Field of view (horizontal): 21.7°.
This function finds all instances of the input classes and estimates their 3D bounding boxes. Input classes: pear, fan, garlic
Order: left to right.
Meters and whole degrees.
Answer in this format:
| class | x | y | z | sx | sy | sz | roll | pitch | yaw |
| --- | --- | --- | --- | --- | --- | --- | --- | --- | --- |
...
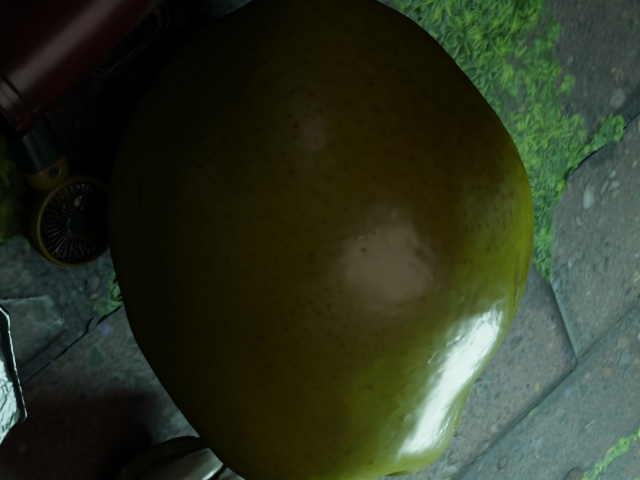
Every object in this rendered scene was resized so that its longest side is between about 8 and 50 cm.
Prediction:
| class | x | y | z | sx | sy | sz | roll | pitch | yaw |
| --- | --- | --- | --- | --- | --- | --- | --- | --- | --- |
| fan | -0.225 | -0.050 | 1.401 | 0.082 | 0.039 | 0.155 | -36 | 126 | -23 |
| garlic | -0.155 | 0.251 | 1.547 | 0.194 | 0.127 | 0.131 | -21 | 127 | -9 |
| pear | 0.000 | 0.000 | 1.386 | 0.362 | 0.362 | 0.418 | -6 | 98 | -38 |

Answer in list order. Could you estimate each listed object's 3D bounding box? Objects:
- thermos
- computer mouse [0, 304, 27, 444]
| class | x | y | z | sx | sy | sz | roll | pitch | yaw |
| --- | --- | --- | --- | --- | --- | --- | --- | --- | --- |
| thermos | -0.188 | -0.186 | 1.332 | 0.232 | 0.099 | 0.124 | -45 | 127 | -15 |
| computer mouse | -0.316 | 0.115 | 1.379 | 0.126 | 0.071 | 0.231 | -43 | 142 | -36 |
